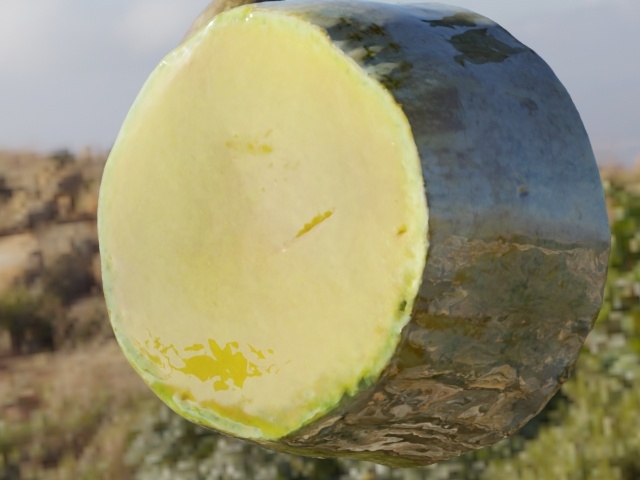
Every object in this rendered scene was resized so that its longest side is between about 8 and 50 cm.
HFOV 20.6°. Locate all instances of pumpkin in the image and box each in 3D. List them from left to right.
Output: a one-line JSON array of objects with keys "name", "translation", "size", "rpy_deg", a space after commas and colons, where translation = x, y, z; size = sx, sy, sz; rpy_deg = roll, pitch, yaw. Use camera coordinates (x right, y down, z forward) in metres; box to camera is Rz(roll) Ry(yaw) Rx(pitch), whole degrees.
[{"name": "pumpkin", "translation": [0.000, 0.000, 1.172], "size": [0.332, 0.332, 0.199], "rpy_deg": [-1, 2, 42]}]

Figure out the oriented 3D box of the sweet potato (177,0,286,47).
[{"name": "sweet potato", "translation": [-0.072, -0.077, 1.564], "size": [0.158, 0.369, 0.158], "rpy_deg": [8, 20, -3]}]
